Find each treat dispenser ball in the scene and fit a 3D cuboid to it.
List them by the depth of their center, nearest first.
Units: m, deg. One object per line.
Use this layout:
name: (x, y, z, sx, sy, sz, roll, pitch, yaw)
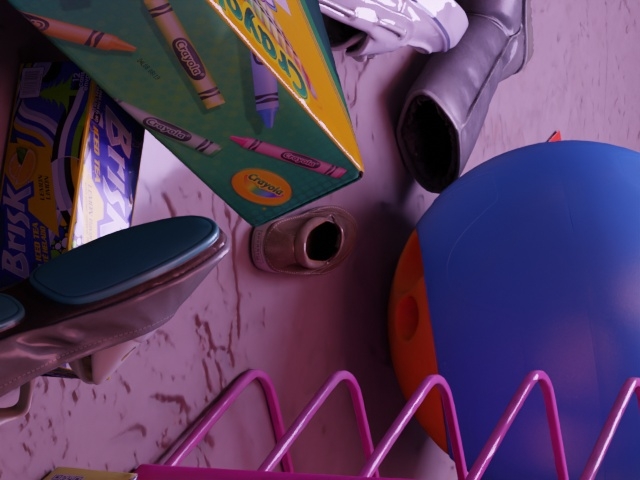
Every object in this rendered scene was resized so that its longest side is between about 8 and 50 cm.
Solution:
treat dispenser ball: (0.196, 0.065, 1.277, 0.288, 0.288, 0.288, -2, 92, -62)

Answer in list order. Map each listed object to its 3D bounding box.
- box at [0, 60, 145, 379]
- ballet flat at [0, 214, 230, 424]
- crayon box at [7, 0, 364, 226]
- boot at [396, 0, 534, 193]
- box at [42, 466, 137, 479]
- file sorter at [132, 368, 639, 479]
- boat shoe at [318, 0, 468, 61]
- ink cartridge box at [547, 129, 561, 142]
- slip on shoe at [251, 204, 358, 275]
box: (-0.141, -0.011, 0.887, 0.059, 0.054, 0.169, 27, 67, -60)
ballet flat: (-0.140, 0.049, 0.808, 0.213, 0.072, 0.068, -21, 119, -25)
crayon box: (-0.083, -0.146, 0.892, 0.278, 0.081, 0.165, 45, 26, -52)
boot: (0.117, -0.170, 1.368, 0.208, 0.076, 0.190, -47, 129, -43)
box: (-0.124, 0.251, 0.920, 0.087, 0.058, 0.232, -43, 127, -54)
file sorter: (0.065, 0.196, 1.033, 0.182, 0.290, 0.202, -49, 132, -55)
boat shoe: (0.023, -0.176, 1.176, 0.084, 0.095, 0.258, -59, 147, 4)
ink cartridge box: (0.250, 0.030, 1.626, 0.189, 0.066, 0.232, -43, 132, -53)
slip on shoe: (0.000, 0.000, 1.165, 0.135, 0.041, 0.051, -2, 92, -62)
